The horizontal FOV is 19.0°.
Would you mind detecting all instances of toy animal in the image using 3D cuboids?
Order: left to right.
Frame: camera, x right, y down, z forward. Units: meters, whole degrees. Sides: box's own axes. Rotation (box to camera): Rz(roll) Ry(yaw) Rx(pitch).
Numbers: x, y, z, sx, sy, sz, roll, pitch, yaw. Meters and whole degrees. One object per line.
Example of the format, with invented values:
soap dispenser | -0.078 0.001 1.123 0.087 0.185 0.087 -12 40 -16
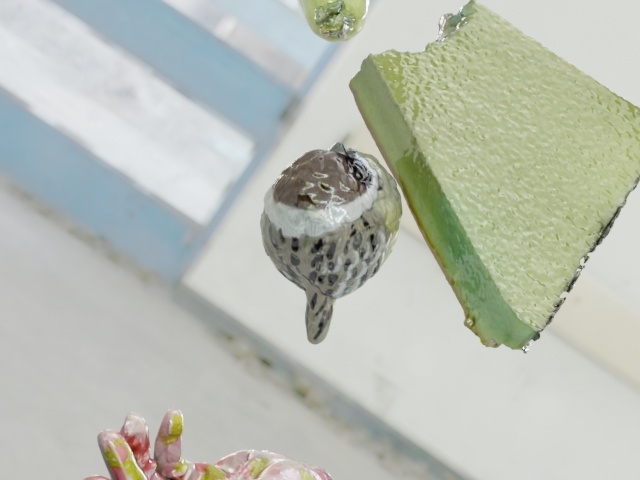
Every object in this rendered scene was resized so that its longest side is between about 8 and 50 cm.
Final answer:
toy animal | 0.000 0.000 1.295 0.098 0.137 0.098 17 -3 1

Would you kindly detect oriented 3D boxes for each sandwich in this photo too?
sandwich | 0.106 -0.053 1.338 0.212 0.063 0.245 34 48 6

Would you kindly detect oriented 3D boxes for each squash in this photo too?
squash | 0.008 -0.246 1.882 0.094 0.094 0.224 32 24 -18

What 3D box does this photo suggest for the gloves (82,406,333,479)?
gloves | -0.104 0.226 1.668 0.241 0.126 0.145 -1 35 -34
